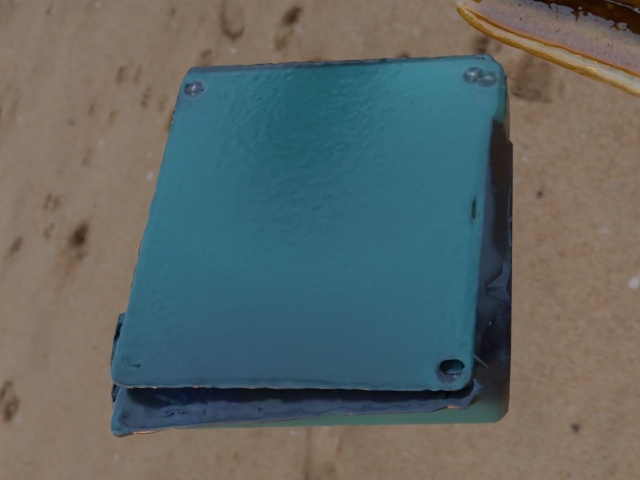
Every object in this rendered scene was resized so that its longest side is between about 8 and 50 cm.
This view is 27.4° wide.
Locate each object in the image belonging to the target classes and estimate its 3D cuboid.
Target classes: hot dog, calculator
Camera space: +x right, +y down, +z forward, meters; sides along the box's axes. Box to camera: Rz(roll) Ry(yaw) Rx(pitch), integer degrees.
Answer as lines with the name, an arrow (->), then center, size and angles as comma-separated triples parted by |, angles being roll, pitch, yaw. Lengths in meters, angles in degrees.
hot dog -> 0.149, -0.108, 0.639 | 0.188, 0.055, 0.072 | 25, 87, 15
calculator -> 0.000, 0.000, 0.842 | 0.248, 0.058, 0.274 | -3, 56, 13
